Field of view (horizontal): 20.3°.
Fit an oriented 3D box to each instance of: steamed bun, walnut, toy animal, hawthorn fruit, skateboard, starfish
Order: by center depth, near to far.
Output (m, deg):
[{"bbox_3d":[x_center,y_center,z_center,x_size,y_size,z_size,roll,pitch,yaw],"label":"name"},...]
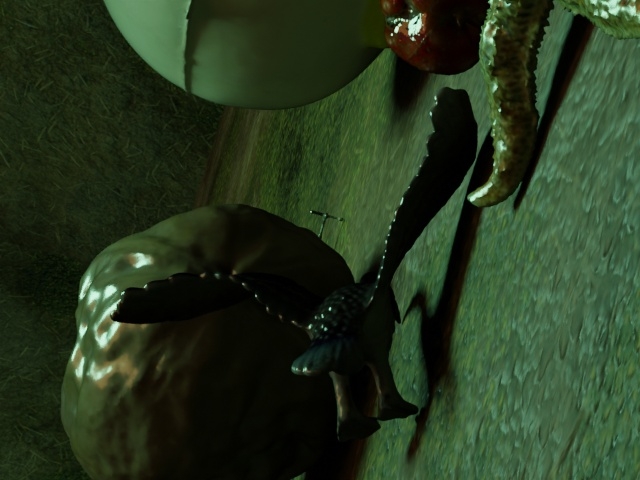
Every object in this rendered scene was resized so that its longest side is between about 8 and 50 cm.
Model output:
[{"bbox_3d":[0.137,-0.207,0.949,0.358,0.078,0.347,117,168,-58],"label":"starfish"},{"bbox_3d":[0.013,0.054,1.181,0.197,0.272,0.160,49,-155,-53],"label":"toy animal"},{"bbox_3d":[0.083,-0.153,1.186,0.093,0.093,0.093,-166,90,-83],"label":"hawthorn fruit"},{"bbox_3d":[-0.091,0.101,1.449,0.273,0.227,0.273,-171,90,-86],"label":"walnut"},{"bbox_3d":[-0.041,-0.294,1.496,0.334,0.334,0.374,-85,11,-52],"label":"steamed bun"},{"bbox_3d":[0.000,0.000,1.726,0.064,0.032,0.083,-69,-5,-56],"label":"skateboard"}]
